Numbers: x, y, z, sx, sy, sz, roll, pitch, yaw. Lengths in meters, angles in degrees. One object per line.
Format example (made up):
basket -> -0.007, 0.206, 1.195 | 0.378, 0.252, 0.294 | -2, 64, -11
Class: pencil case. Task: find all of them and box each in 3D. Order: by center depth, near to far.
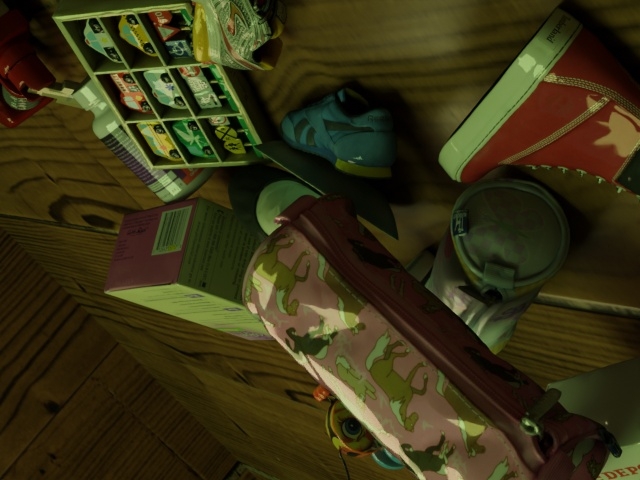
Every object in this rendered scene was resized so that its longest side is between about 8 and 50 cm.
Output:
pencil case -> 0.089, 0.119, 1.187 | 0.386, 0.167, 0.160 | 42, -156, 29
pencil case -> 0.170, 0.038, 1.285 | 0.113, 0.124, 0.273 | 2, 160, -3

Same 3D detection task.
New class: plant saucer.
plant saucer -> 0.015, -0.067, 1.412 | 0.195, 0.037, 0.195 | 32, -178, -1

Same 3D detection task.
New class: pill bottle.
pill bottle -> -0.224, -0.146, 1.631 | 0.193, 0.108, 0.108 | 46, 160, -17

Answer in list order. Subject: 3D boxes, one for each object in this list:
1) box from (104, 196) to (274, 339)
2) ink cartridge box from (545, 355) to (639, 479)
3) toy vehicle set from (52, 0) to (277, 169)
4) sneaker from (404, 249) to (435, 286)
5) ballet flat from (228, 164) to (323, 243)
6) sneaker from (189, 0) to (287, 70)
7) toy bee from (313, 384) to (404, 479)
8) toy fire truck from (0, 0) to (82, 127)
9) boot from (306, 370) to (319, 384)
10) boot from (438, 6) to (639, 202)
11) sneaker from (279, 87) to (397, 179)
box -> -0.125, 0.044, 1.683 | 0.243, 0.117, 0.213 | 22, 163, -30
ink cartridge box -> 0.371, 0.240, 1.250 | 0.283, 0.117, 0.207 | 37, 148, -16
toy vehicle set -> -0.170, -0.181, 1.450 | 0.165, 0.035, 0.267 | -3, 143, 21
sneaker -> 0.106, 0.138, 1.572 | 0.147, 0.104, 0.296 | 41, 141, 0
ballet flat -> 0.000, 0.000, 1.449 | 0.280, 0.095, 0.096 | 45, 165, 14
sneaker -> -0.073, -0.242, 1.206 | 0.092, 0.088, 0.225 | 15, 157, 7
toy bee -> 0.077, 0.234, 1.676 | 0.162, 0.298, 0.195 | 53, 141, 5
toy fire truck -> -0.394, -0.224, 1.760 | 0.246, 0.158, 0.217 | 50, 161, 3
boot -> 0.073, 0.137, 1.796 | 0.280, 0.096, 0.264 | -5, 125, 54
boot -> 0.205, -0.069, 1.044 | 0.176, 0.088, 0.244 | 38, 158, 0
sneaker -> 0.020, -0.124, 1.317 | 0.209, 0.069, 0.082 | -148, 60, -60
